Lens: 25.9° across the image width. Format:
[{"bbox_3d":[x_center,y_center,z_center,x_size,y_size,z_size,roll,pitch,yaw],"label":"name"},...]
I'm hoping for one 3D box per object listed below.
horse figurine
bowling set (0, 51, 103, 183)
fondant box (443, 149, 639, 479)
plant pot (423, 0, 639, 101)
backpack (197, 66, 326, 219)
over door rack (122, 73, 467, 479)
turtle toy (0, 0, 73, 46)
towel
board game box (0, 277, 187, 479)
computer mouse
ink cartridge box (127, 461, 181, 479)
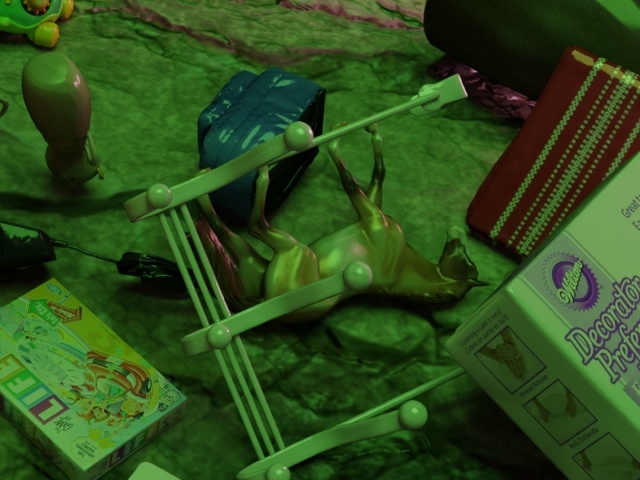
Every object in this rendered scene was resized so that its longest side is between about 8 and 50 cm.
[{"bbox_3d":[0.000,0.000,1.145,0.263,0.066,0.175,-20,93,-31],"label":"horse figurine"},{"bbox_3d":[-0.340,-0.100,1.131,0.287,0.154,0.200,34,65,15],"label":"bowling set"},{"bbox_3d":[0.288,0.117,1.060,0.330,0.096,0.238,46,49,5],"label":"fondant box"},{"bbox_3d":[0.257,-0.212,1.357,0.215,0.215,0.230,-30,61,-37],"label":"plant pot"},{"bbox_3d":[-0.060,-0.081,1.221,0.101,0.098,0.120,21,56,18],"label":"backpack"},{"bbox_3d":[0.039,0.019,1.063,0.324,0.108,0.240,-23,92,-32],"label":"over door rack"},{"bbox_3d":[-0.284,-0.246,1.337,0.095,0.066,0.130,15,44,-1],"label":"turtle toy"},{"bbox_3d":[0.289,-0.033,1.238,0.274,0.031,0.199,31,89,15],"label":"towel"},{"bbox_3d":[-0.190,0.104,1.045,0.154,0.026,0.103,38,48,21],"label":"board game box"},{"bbox_3d":[-0.203,0.019,1.113,0.242,0.071,0.041,13,79,-10],"label":"computer mouse"},{"bbox_3d":[-0.071,0.237,0.924,0.180,0.060,0.104,28,46,11],"label":"ink cartridge box"}]
